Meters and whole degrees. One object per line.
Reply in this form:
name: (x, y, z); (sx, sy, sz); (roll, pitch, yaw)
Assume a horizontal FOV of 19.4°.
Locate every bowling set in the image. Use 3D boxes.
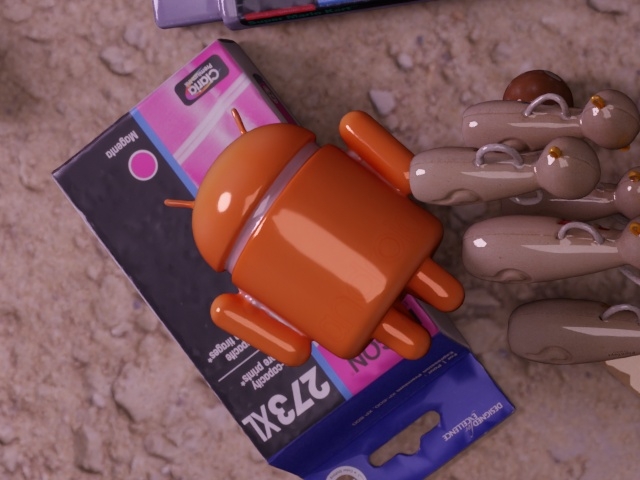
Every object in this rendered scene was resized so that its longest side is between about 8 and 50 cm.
bowling set: (0.187, -0.051, 1.333); (0.154, 0.287, 0.199); (-2, 60, 25)

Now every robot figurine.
robot figurine: (0.001, -0.002, 1.351); (0.219, 0.128, 0.158); (35, 129, 6)

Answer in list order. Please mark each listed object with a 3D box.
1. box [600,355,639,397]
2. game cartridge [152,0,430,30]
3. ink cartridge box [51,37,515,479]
box: (0.334, 0.070, 1.401); (0.164, 0.021, 0.201); (42, 102, 6)
game cartridge: (0.032, -0.290, 1.419); (0.355, 0.068, 0.230); (-7, 89, 12)
ink cartridge box: (-0.030, 0.039, 1.457); (0.176, 0.069, 0.371); (-38, 88, 12)
